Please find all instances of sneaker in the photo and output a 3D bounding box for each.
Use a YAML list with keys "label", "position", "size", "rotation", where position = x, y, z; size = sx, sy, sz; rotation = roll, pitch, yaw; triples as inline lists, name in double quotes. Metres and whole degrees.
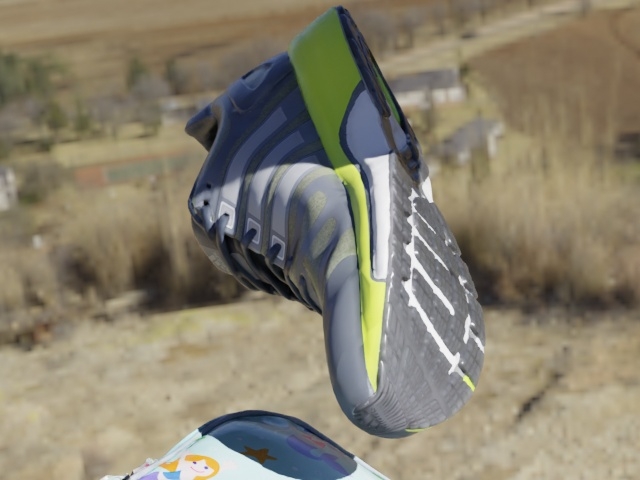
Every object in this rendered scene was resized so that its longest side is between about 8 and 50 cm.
- label: "sneaker"
  position: [0.000, 0.000, 0.892]
  size: [0.121, 0.111, 0.300]
  rotation: [-28, 34, 11]

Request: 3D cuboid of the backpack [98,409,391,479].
- label: "backpack"
  position: [-0.027, 0.200, 0.850]
  size: [0.225, 0.191, 0.253]
  rotation: [32, 12, 9]
